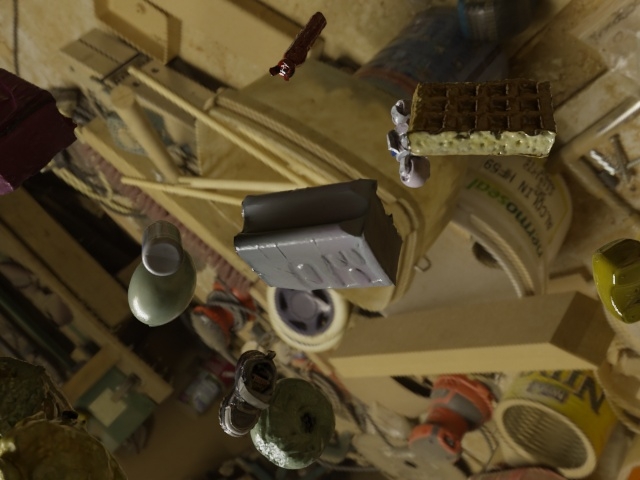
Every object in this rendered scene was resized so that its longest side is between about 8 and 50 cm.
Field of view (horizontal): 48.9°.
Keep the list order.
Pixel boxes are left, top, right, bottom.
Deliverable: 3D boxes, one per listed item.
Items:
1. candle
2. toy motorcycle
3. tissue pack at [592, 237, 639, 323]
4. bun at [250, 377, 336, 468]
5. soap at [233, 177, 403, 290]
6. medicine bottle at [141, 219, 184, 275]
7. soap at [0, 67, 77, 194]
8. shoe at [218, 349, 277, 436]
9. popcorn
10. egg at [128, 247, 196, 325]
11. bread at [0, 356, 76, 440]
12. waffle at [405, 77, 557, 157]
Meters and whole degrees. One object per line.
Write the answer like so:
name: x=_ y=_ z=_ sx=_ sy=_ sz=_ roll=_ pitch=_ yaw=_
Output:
candle: x=-0.044 y=-0.466 z=1.685 sx=0.048 sy=0.329 sz=0.051 roll=1 pitch=129 yaw=21
toy motorcycle: x=0.224 y=-0.246 z=1.704 sx=0.113 sy=0.254 sz=0.112 roll=-3 pitch=150 yaw=-2
tissue pack: x=0.676 y=0.084 z=1.564 sx=0.127 sy=0.123 sz=0.178 roll=-113 pitch=-2 yaw=-62
bun: x=-0.059 y=0.421 z=1.668 sx=0.221 sy=0.221 sz=0.108 roll=37 pitch=136 yaw=7
soap: x=0.000 y=0.000 z=2.184 sx=0.435 sy=0.212 sz=0.350 roll=-4 pitch=149 yaw=21
medicine bottle: x=-0.419 y=0.012 z=1.866 sx=0.107 sy=0.107 sz=0.191 roll=58 pitch=179 yaw=-24
soap: x=-0.523 y=-0.182 z=1.122 sx=0.250 sy=0.162 sz=0.099 roll=26 pitch=159 yaw=36
shoe: x=-0.131 y=0.299 z=1.392 sx=0.089 sy=0.180 sz=0.092 roll=28 pitch=151 yaw=-20
popcorn: x=-0.413 y=0.402 z=1.108 sx=0.252 sy=0.215 sz=0.286 roll=1 pitch=125 yaw=35
egg: x=-0.467 y=0.133 z=2.089 sx=0.187 sy=0.253 sz=0.186 roll=23 pitch=-178 yaw=-1
bread: x=-0.602 y=0.368 z=1.398 sx=0.239 sy=0.196 sz=0.252 roll=7 pitch=136 yaw=18
waffle: x=0.282 y=-0.221 z=1.247 sx=0.248 sy=0.221 sz=0.055 roll=1 pitch=125 yaw=13
